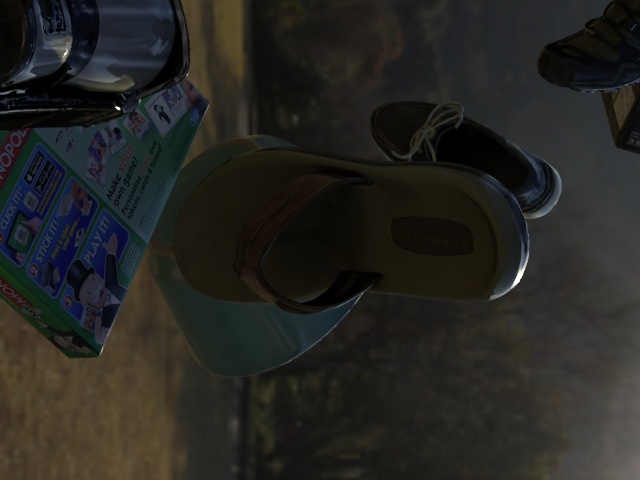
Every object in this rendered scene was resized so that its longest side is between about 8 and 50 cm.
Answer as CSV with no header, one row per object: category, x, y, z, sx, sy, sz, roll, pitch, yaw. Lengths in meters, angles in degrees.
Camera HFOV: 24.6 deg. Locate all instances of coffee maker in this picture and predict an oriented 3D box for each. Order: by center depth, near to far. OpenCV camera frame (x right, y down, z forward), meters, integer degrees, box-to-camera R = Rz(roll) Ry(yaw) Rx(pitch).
coffee maker,-0.192,-0.111,0.901,0.120,0.171,0.178,51,25,13

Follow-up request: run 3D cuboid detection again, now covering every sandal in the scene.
sandal,0.001,-0.001,1.022,0.086,0.303,0.120,-33,112,-44

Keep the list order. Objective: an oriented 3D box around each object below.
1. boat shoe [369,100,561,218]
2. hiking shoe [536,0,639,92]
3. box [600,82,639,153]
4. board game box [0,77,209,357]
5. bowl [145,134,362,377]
boat shoe,0.146,-0.099,1.624,0.095,0.254,0.079,-57,145,2
hiking shoe,0.300,-0.220,1.381,0.086,0.227,0.114,48,-24,53
box,0.396,-0.160,1.629,0.180,0.147,0.077,-87,-165,-55
board game box,-0.230,-0.079,1.388,0.213,0.046,0.317,49,48,-37
bowl,-0.091,-0.008,1.777,0.163,0.311,0.311,46,32,-33
